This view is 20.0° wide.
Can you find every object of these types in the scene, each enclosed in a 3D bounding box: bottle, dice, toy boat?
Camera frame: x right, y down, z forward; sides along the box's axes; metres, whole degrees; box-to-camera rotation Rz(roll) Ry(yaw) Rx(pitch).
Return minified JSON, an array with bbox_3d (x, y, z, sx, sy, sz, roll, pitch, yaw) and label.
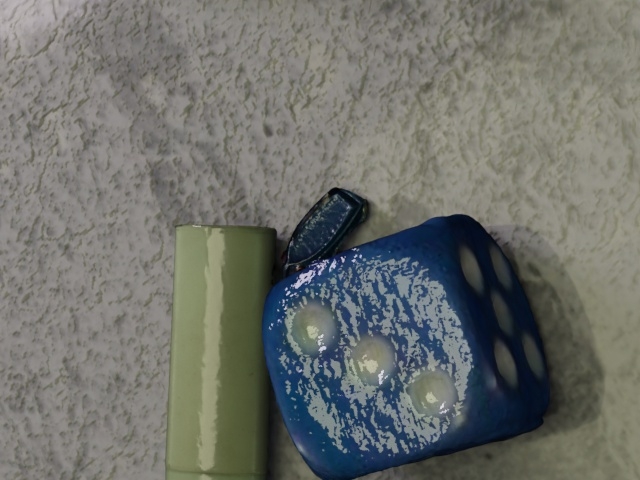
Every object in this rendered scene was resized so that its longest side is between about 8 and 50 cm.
[{"bbox_3d":[-0.068,0.090,1.246,0.072,0.072,0.201,1,88,24],"label":"bottle"},{"bbox_3d":[0.053,0.072,1.156,0.146,0.143,0.146,-22,82,20],"label":"dice"},{"bbox_3d":[0.000,0.000,1.242,0.038,0.038,0.083,38,85,21],"label":"toy boat"}]
